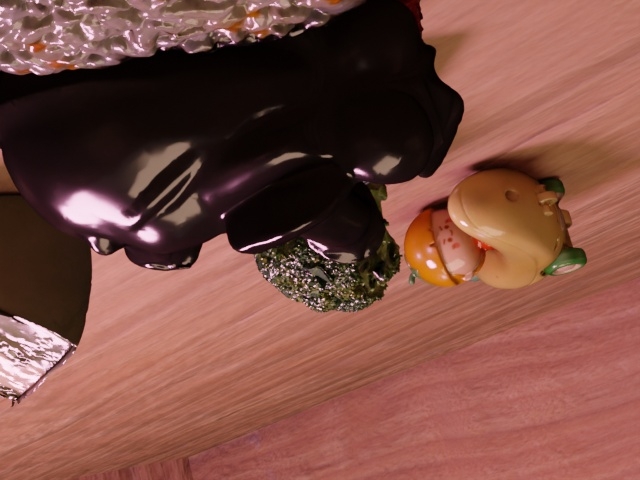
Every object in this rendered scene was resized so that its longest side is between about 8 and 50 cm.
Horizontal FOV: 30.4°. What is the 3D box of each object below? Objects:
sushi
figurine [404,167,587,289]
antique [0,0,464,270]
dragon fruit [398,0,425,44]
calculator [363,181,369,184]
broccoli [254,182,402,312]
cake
[{"bbox_3d":[-0.085,-0.161,0.601,0.225,0.126,0.136,-14,166,0],"label":"sushi"},{"bbox_3d":[0.215,-0.008,1.536,0.222,0.124,0.324,-17,163,18],"label":"figurine"},{"bbox_3d":[-0.065,-0.070,0.766,0.322,0.185,0.255,-3,169,-4],"label":"antique"},{"bbox_3d":[0.013,-0.140,0.895,0.131,0.097,0.063,1,-167,39],"label":"dragon fruit"},{"bbox_3d":[-0.035,-0.082,1.091,0.274,0.058,0.248,-13,166,-16],"label":"calculator"},{"bbox_3d":[0.000,0.000,1.267,0.195,0.195,0.156,-1,125,-45],"label":"broccoli"},{"bbox_3d":[-0.359,0.005,1.091,0.284,0.172,0.158,29,136,-23],"label":"cake"}]
